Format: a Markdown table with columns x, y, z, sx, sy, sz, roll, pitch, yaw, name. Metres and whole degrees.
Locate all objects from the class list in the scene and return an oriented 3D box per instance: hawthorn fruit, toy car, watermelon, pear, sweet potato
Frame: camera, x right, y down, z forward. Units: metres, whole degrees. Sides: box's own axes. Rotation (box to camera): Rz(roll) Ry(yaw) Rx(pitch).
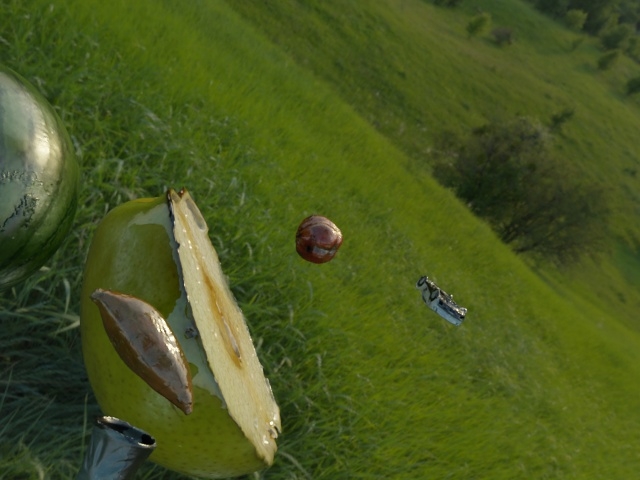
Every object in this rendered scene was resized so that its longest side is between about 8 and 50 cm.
| x | y | z | sx | sy | sz | roll | pitch | yaw | name |
| --- | --- | --- | --- | --- | --- | --- | --- | --- | --- |
| 0.000 | 0.000 | 1.006 | 0.093 | 0.093 | 0.093 | 21 | 45 | -23 | hawthorn fruit |
| 0.125 | 0.063 | 0.595 | 0.041 | 0.025 | 0.093 | 36 | 7 | -8 | toy car |
| -0.350 | -0.061 | 0.512 | 0.242 | 0.242 | 0.242 | 21 | 45 | -23 | watermelon |
| -0.205 | 0.138 | 0.742 | 0.191 | 0.340 | 0.387 | -22 | 94 | -2 | pear |
| -0.103 | 0.065 | 0.338 | 0.095 | 0.034 | 0.034 | 58 | 40 | -11 | sweet potato |

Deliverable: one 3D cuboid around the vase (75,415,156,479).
| x | y | z | sx | sy | sz | roll | pitch | yaw | name |
| --- | --- | --- | --- | --- | --- | --- | --- | --- | --- |
| -0.203 | 0.240 | 0.475 | 0.059 | 0.059 | 0.167 | 28 | 77 | -15 | vase |
